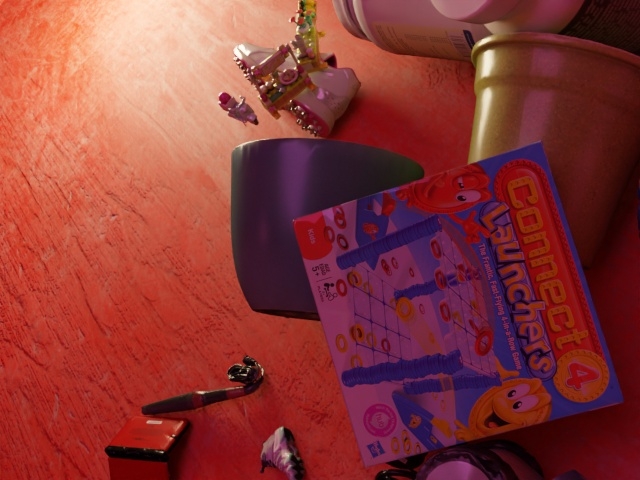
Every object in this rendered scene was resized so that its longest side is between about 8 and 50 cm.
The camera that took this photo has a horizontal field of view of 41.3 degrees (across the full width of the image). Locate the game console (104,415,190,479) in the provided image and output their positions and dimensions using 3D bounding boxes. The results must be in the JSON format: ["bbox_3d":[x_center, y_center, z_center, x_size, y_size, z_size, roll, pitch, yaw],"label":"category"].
[{"bbox_3d":[-0.287,0.371,1.442,0.144,0.085,0.124,-5,32,34],"label":"game console"}]

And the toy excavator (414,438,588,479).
[{"bbox_3d":[0.305,0.373,0.886,0.445,0.222,0.433,39,96,24],"label":"toy excavator"}]

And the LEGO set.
[{"bbox_3d":[-0.064,-0.332,1.487,0.132,0.107,0.287,21,69,32],"label":"LEGO set"}]

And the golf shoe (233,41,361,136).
[{"bbox_3d":[-0.045,-0.310,1.601,0.140,0.115,0.306,-46,54,-5],"label":"golf shoe"}]

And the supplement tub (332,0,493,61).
[{"bbox_3d":[0.200,-0.413,1.376,0.325,0.235,0.235,19,77,42],"label":"supplement tub"}]

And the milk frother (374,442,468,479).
[{"bbox_3d":[0.124,0.257,1.149,0.143,0.129,0.135,-48,1,44],"label":"milk frother"}]

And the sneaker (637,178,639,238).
[{"bbox_3d":[0.525,0.011,0.975,0.330,0.147,0.130,26,54,27],"label":"sneaker"}]

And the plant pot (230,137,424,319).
[{"bbox_3d":[0.000,0.000,1.268,0.293,0.293,0.235,-2,78,36],"label":"plant pot"}]

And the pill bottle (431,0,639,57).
[{"bbox_3d":[0.333,-0.357,1.127,0.210,0.363,0.210,2,93,59],"label":"pill bottle"}]

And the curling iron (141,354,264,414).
[{"bbox_3d":[-0.199,0.258,1.432,0.274,0.035,0.068,-25,31,30],"label":"curling iron"}]

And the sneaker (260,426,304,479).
[{"bbox_3d":[-0.064,0.337,1.282,0.069,0.038,0.098,-38,39,16],"label":"sneaker"}]

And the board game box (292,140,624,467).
[{"bbox_3d":[0.156,0.076,0.999,0.302,0.086,0.308,-18,86,12],"label":"board game box"}]

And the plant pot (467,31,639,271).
[{"bbox_3d":[0.302,-0.102,1.128,0.276,0.276,0.253,14,86,41],"label":"plant pot"}]
